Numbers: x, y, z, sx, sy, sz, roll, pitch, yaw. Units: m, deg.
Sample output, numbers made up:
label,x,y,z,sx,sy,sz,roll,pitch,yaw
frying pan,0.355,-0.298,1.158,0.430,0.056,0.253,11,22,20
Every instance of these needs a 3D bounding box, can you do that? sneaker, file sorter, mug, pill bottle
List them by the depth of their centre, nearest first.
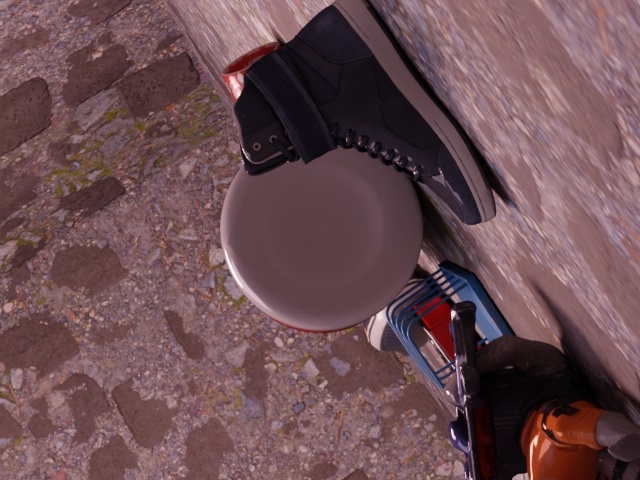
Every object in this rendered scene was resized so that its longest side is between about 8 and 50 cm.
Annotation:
label,x,y,z,sx,sy,sz,roll,pitch,yaw
sneaker,0.027,-0.073,1.244,0.226,0.163,0.086,54,175,8
file sorter,0.154,0.107,1.786,0.118,0.104,0.170,56,178,-8
pill bottle,0.000,0.000,1.847,0.229,0.229,0.407,55,177,3
mug,-0.040,-0.180,2.027,0.169,0.150,0.113,61,-148,-18
sneaker,0.103,0.093,2.288,0.127,0.126,0.321,49,177,15

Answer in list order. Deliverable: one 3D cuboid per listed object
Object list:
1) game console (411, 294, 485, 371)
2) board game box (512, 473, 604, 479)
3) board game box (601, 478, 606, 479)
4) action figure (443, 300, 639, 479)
label,x,y,z,sx,sy,sz,roll,pitch,yaw
game console,0.273,0.270,2.161,0.386,0.060,0.342,55,177,27
board game box,0.282,0.435,1.684,0.390,0.050,0.390,104,155,-66
board game box,0.285,0.251,1.850,0.147,0.045,0.193,58,176,-35
action figure,0.224,0.230,1.405,0.330,0.178,0.341,-119,21,-65
